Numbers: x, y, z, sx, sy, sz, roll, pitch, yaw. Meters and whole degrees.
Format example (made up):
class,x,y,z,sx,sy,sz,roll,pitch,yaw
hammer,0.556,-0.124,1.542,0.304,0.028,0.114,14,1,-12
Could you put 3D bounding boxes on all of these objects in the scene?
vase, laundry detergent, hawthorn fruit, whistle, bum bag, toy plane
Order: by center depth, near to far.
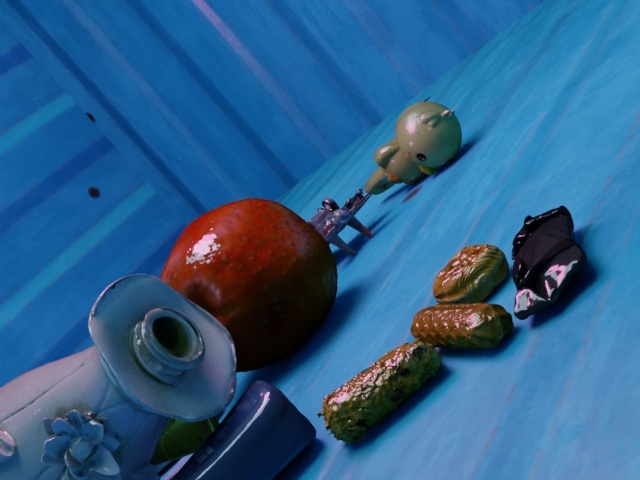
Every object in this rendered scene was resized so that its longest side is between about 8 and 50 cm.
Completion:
class,x,y,z,sx,sy,sz,roll,pitch,yaw
bum bag,0.223,0.016,0.948,0.087,0.049,0.198,-43,8,20
laundry detergent,-0.137,0.284,1.033,0.290,0.094,0.143,-44,10,-17
vase,-0.291,0.230,1.151,0.445,0.250,0.250,-44,6,33
hawthorn fruit,-0.124,0.077,1.465,0.275,0.275,0.299,-35,2,34
whistle,0.182,-0.160,1.857,0.141,0.141,0.294,-51,-6,-48
toy plane,-0.005,-0.005,1.862,0.223,0.104,0.326,-46,9,-24

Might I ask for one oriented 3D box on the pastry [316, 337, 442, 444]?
class,x,y,z,sx,sy,sz,roll,pitch,yaw
pastry,0.060,0.152,0.961,0.140,0.056,0.080,-41,1,-2

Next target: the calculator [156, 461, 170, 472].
class,x,y,z,sx,sy,sz,roll,pitch,yaw
calculator,-0.275,0.341,1.525,0.295,0.042,0.184,-40,9,13

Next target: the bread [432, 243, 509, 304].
class,x,y,z,sx,sy,sz,roll,pitch,yaw
bread,0.168,0.043,1.073,0.083,0.044,0.110,-47,8,-14

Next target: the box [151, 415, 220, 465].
class,x,y,z,sx,sy,sz,roll,pitch,yaw
box,-0.316,0.262,1.365,0.311,0.173,0.043,-20,11,10

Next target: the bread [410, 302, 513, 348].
class,x,y,z,sx,sy,sz,roll,pitch,yaw
bread,0.141,0.087,0.957,0.052,0.044,0.157,-30,6,-20
